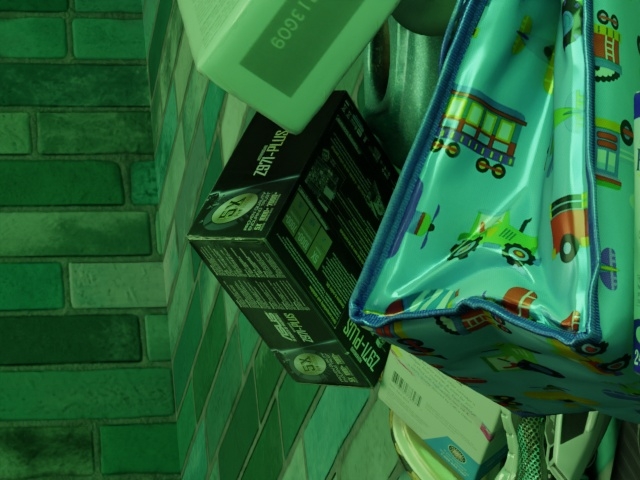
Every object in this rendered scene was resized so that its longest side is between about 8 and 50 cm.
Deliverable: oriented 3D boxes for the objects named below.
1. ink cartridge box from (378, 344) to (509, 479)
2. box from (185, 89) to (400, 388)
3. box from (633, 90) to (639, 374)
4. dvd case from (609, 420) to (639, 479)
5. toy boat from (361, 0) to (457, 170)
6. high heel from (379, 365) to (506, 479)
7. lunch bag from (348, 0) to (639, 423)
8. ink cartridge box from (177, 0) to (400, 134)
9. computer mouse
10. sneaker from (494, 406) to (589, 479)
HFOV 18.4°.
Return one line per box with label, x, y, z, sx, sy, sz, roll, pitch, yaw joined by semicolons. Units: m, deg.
ink cartridge box;0.108;0.085;1.429;0.104;0.061;0.181;43;151;20
box;0.000;0.000;1.487;0.180;0.077;0.147;54;-130;-39
box;0.215;-0.003;0.913;0.072;0.126;0.137;-172;81;-78
dvd case;0.211;0.171;1.193;0.164;0.018;0.221;-113;26;-59
toy boat;0.088;-0.173;1.432;0.318;0.148;0.268;-174;83;-78
high heel;0.101;0.149;1.611;0.186;0.093;0.261;75;177;-60
lunch bag;0.145;-0.064;1.060;0.221;0.138;0.293;33;-115;-58
ink cartridge box;0.018;-0.274;1.364;0.308;0.091;0.385;-53;20;15
computer mouse;0.168;0.126;1.273;0.106;0.042;0.193;-81;-4;-85
sneaker;0.162;0.152;1.356;0.076;0.065;0.166;48;143;47
